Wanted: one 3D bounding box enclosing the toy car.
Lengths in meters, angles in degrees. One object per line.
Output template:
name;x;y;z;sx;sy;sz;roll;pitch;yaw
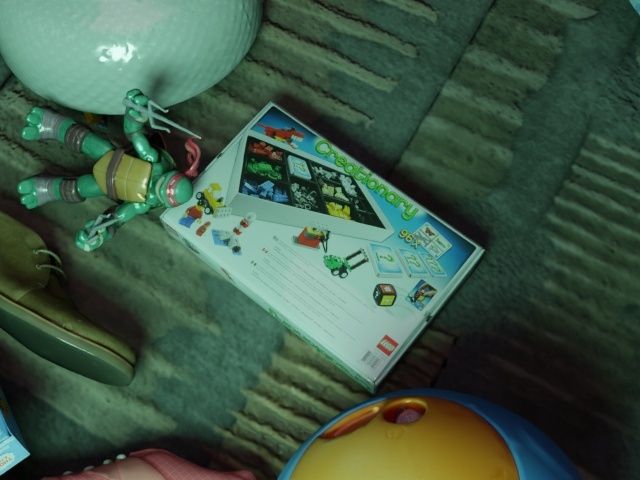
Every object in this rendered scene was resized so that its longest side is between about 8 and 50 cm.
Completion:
toy car;-0.224;-0.128;1.039;0.060;0.040;0.122;-44;73;10

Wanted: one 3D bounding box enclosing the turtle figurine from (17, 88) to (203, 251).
turtle figurine;-0.222;-0.071;0.954;0.234;0.118;0.175;13;85;27

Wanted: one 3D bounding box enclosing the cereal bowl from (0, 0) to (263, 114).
cereal bowl;-0.242;-0.322;1.054;0.338;0.141;0.339;-1;59;2

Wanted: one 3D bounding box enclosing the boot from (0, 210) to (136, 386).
boot;-0.307;0.049;0.936;0.305;0.112;0.115;27;59;16

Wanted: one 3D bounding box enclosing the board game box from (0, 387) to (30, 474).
board game box;-0.392;0.182;0.863;0.160;0.039;0.211;-34;42;-12

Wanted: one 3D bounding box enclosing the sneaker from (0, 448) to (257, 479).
sneaker;-0.199;0.264;0.847;0.313;0.116;0.136;6;38;11

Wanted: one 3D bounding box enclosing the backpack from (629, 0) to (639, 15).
backpack;0.508;-0.287;0.991;0.290;0.273;0.356;-30;90;-9

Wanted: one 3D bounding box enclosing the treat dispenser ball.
treat dispenser ball;0.090;0.267;0.717;0.288;0.288;0.288;-1;66;2

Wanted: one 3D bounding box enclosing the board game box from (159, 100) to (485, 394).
board game box;0.000;0.000;0.968;0.305;0.053;0.193;37;73;17
